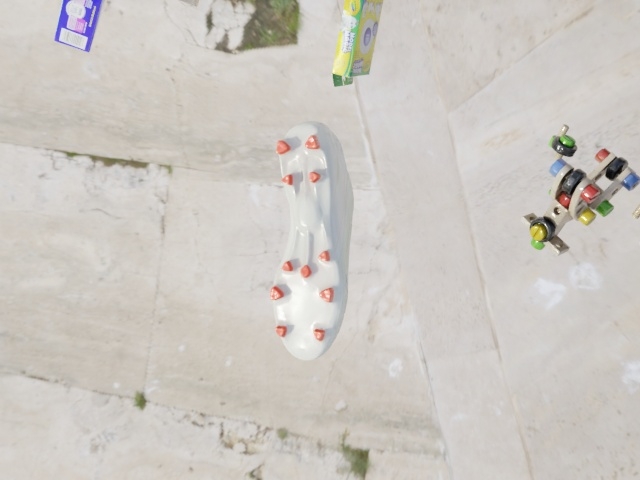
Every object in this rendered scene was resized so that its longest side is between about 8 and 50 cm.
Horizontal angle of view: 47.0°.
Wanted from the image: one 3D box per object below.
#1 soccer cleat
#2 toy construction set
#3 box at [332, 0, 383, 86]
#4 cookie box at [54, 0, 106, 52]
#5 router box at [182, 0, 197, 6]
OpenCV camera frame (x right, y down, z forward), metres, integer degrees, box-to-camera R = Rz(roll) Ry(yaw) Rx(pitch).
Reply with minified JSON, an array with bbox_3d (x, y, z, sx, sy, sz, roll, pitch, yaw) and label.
[{"bbox_3d":[0.000,0.000,0.613,0.068,0.076,0.196,1,93,26],"label":"soccer cleat"},{"bbox_3d":[0.610,-0.062,1.668,0.309,0.257,0.237,29,126,10],"label":"toy construction set"},{"bbox_3d":[0.069,-0.378,1.384,0.043,0.105,0.179,20,113,19],"label":"box"},{"bbox_3d":[-0.242,-0.270,0.775,0.040,0.092,0.107,18,57,-18],"label":"cookie box"},{"bbox_3d":[-0.182,-0.456,1.118,0.046,0.133,0.178,16,98,-13],"label":"router box"}]
